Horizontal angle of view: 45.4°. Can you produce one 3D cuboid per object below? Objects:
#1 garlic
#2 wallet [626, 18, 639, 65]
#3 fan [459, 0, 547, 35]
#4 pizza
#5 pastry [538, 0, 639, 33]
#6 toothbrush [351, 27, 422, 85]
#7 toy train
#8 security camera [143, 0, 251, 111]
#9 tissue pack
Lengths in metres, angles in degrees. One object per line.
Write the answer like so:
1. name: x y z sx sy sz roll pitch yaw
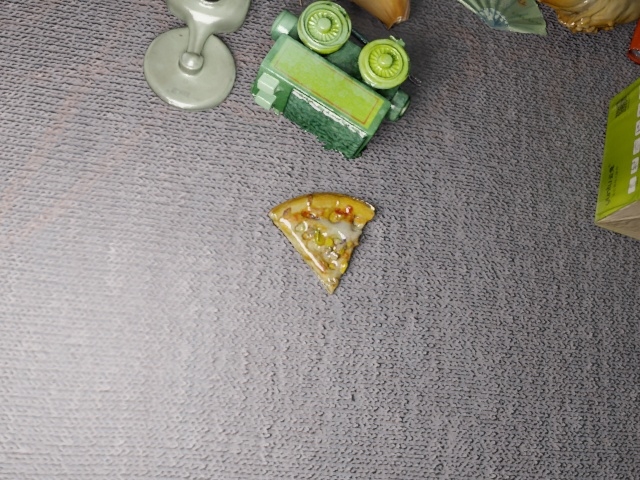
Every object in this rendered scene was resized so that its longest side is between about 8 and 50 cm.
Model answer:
1. garlic: 0.076 -0.486 1.414 0.207 0.128 0.115 16 46 -3
2. wallet: 0.729 -0.439 1.603 0.142 0.045 0.204 27 68 -6
3. fan: 0.353 -0.479 1.533 0.240 0.009 0.131 21 67 -8
4. pizza: 0.000 0.000 1.276 0.185 0.036 0.176 8 72 -13
5. pastry: 0.509 -0.537 1.496 0.316 0.184 0.284 9 62 -23
6. toothbrush: 0.123 -0.341 1.424 0.167 0.014 0.011 38 77 -2
7. toy train: 0.020 -0.273 1.302 0.272 0.159 0.188 33 74 -4
8. security camera: -0.205 -0.367 1.312 0.157 0.080 0.301 14 73 -11
9. tissue pack: 0.647 -0.143 1.426 0.200 0.167 0.274 17 71 -8
